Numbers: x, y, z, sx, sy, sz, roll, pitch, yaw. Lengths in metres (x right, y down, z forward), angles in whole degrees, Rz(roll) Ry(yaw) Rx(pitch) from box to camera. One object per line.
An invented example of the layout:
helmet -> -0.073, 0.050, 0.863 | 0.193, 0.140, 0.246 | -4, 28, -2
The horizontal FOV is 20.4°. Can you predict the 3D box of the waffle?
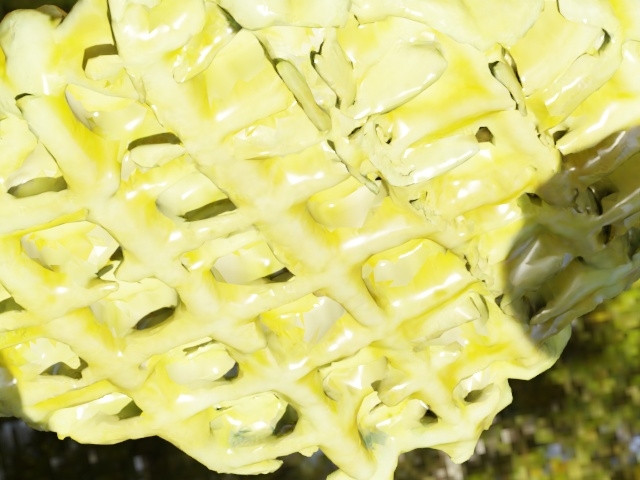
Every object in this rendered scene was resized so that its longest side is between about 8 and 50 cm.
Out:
waffle -> 0.000, 0.000, 0.691 | 0.317, 0.073, 0.297 | 7, 139, -24
